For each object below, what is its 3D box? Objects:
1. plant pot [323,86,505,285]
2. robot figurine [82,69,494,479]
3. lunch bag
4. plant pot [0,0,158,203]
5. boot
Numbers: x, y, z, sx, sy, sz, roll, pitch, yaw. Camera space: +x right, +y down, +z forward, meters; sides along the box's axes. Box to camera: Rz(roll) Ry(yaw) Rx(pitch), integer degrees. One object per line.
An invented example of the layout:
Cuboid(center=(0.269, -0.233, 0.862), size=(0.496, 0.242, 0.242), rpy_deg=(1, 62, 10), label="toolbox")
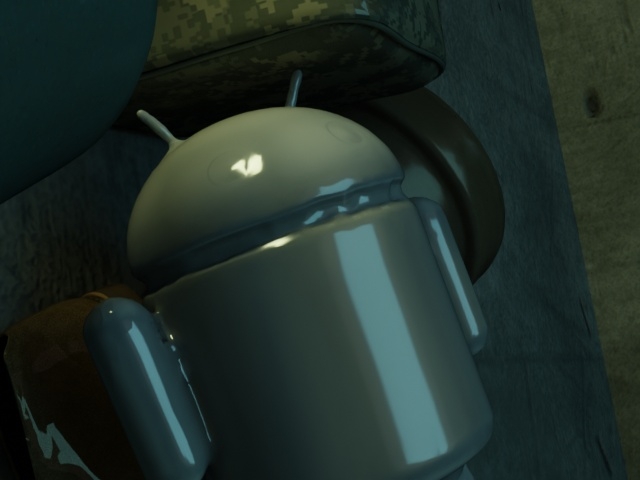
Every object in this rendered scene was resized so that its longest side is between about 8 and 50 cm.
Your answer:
Cuboid(center=(0.000, 0.000, 0.918), size=(0.229, 0.263, 0.263), rpy_deg=(-42, 116, -38), label="plant pot")
Cuboid(center=(-0.010, 0.061, 0.688), size=(0.300, 0.200, 0.353), rpy_deg=(-18, 87, -38), label="robot figurine")
Cuboid(center=(-0.072, -0.237, 0.804), size=(0.213, 0.305, 0.255), rpy_deg=(10, 73, -63), label="lunch bag")
Cuboid(center=(-0.251, -0.111, 0.420), size=(0.334, 0.341, 0.341), rpy_deg=(-47, 119, -67), label="plant pot")
Cuboid(center=(-0.147, 0.191, 0.701), size=(0.115, 0.112, 0.305), rpy_deg=(-19, 88, -45), label="boot")
